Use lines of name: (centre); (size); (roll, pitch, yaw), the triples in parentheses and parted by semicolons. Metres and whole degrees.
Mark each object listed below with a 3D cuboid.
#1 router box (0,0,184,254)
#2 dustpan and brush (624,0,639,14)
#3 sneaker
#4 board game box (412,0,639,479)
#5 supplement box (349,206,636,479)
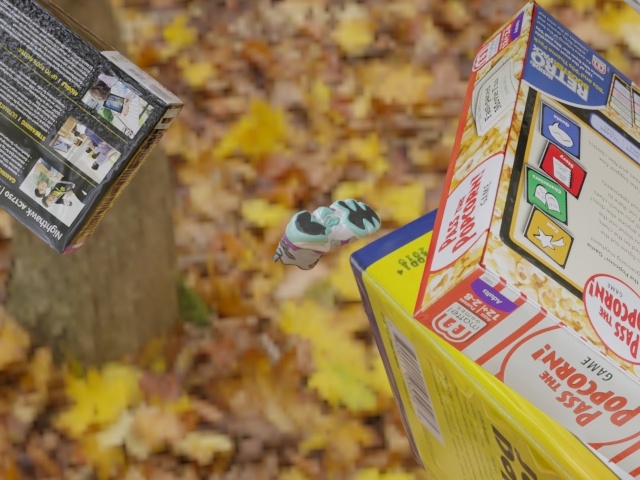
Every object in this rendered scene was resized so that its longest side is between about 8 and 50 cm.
router box: (-0.205, -0.096, 1.381); (0.179, 0.133, 0.046); (38, 11, 6)
dustpan and brush: (0.116, -0.135, 0.851); (0.211, 0.060, 0.147); (29, 28, -12)
sneaker: (0.000, 0.000, 1.683); (0.098, 0.069, 0.038); (-7, 58, -38)
board game box: (0.123, 0.000, 0.878); (0.147, 0.045, 0.193); (37, 39, -16)
supplement box: (0.197, 0.115, 1.258); (0.194, 0.195, 0.356); (-27, 34, -12)
